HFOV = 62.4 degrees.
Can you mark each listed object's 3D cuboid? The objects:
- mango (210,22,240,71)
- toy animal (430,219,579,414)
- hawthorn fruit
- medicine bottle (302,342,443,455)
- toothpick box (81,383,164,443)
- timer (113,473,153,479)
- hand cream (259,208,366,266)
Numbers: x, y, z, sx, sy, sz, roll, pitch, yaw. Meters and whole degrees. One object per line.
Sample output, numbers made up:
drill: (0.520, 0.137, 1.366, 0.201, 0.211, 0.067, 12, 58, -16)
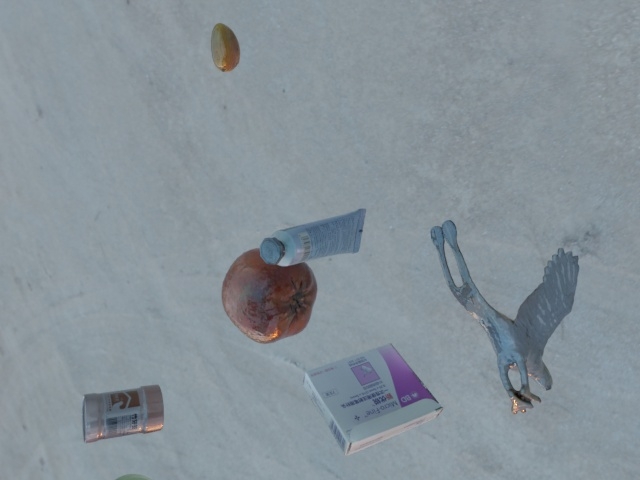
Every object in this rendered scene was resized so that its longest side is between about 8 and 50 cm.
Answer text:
mango: (-0.237, -0.473, 1.299, 0.061, 0.080, 0.114, 9, 114, 19)
toy animal: (0.326, 0.140, 0.936, 0.225, 0.284, 0.301, -32, 48, 39)
hawthorn fruit: (-0.151, 0.142, 1.525, 0.300, 0.276, 0.275, 39, 133, 42)
medicine bottle: (0.093, 0.286, 0.971, 0.171, 0.201, 0.052, 51, 142, 43)
toothpick box: (-0.411, 0.358, 1.097, 0.098, 0.149, 0.098, 3, 93, 61)
timer: (-0.534, 0.765, 1.258, 0.315, 0.291, 0.290, -32, 83, 9)
hand cream: (0.000, 0.000, 0.918, 0.058, 0.271, 0.091, 17, 108, 33)
